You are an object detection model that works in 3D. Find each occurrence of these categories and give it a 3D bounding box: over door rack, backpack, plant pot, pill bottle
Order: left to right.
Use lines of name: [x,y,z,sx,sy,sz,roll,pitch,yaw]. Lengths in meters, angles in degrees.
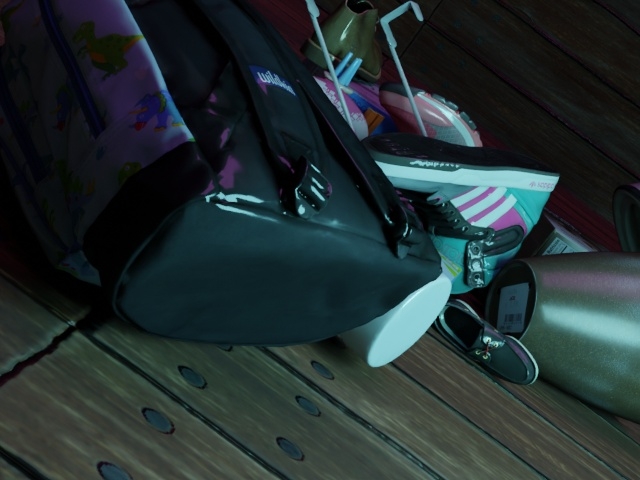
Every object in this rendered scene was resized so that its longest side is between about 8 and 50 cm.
backpack: [-0.113,-0.088,0.852,0.290,0.273,0.356,13,49,-52]
pill bottle: [0.000,0.000,1.004,0.229,0.131,0.131,43,16,22]
over door rack: [0.060,-0.168,1.465,0.239,0.108,0.324,3,77,-59]
plant pot: [0.321,0.100,1.353,0.230,0.215,0.215,14,23,-24]

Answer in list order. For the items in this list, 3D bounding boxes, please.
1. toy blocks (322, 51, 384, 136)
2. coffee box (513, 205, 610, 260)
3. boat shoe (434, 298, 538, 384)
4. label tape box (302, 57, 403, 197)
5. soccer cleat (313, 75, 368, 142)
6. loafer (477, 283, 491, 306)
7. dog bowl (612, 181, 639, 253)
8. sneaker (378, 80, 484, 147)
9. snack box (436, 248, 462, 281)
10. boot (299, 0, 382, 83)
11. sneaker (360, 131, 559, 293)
toy blocks: [0.038,-0.186,1.631,0.123,0.148,0.054,32,16,-16]
coffee box: [0.411,0.069,1.762,0.297,0.119,0.168,32,15,-18]
boat shoe: [0.178,0.114,1.233,0.133,0.049,0.042,40,20,22]
label tape box: [0.071,-0.207,1.856,0.240,0.106,0.334,30,16,-23]
soccer cleat: [-0.077,-0.185,1.495,0.331,0.116,0.143,33,37,-24]
loafer: [0.332,0.100,1.511,0.267,0.096,0.084,18,3,-30]
dog bowl: [0.633,0.070,1.836,0.408,0.150,0.408,-24,90,-88]
sneaker: [0.179,-0.102,1.656,0.314,0.136,0.116,44,-11,-28]
snack box: [0.043,0.003,1.213,0.207,0.070,0.174,40,14,8]
boot: [0.062,-0.320,1.760,0.112,0.115,0.305,34,14,5]
sneaker: [0.146,-0.026,1.357,0.295,0.178,0.124,5,21,-35]
